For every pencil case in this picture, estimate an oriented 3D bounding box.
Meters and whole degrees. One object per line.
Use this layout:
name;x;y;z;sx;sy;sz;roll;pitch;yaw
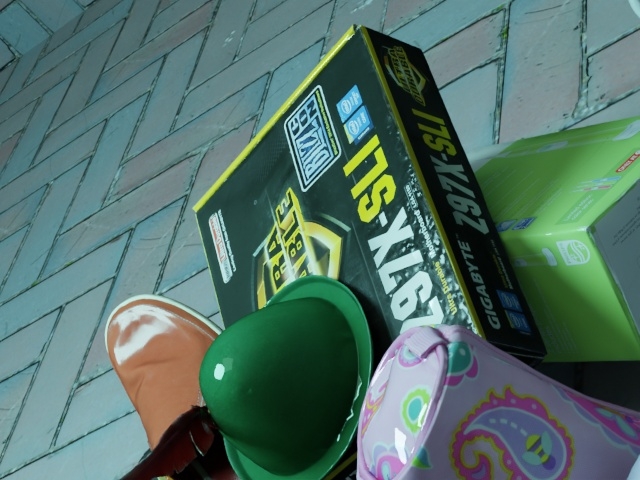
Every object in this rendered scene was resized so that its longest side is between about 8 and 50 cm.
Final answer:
pencil case;0.166;0.145;0.884;0.124;0.284;0.124;-159;90;-75

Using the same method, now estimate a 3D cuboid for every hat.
hat;-0.080;0.089;1.019;0.173;0.183;0.208;-61;34;10

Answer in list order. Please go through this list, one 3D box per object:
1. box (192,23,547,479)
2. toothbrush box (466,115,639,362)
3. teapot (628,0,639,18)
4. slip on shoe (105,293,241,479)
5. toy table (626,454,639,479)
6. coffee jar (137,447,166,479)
box;0.023;0.028;1.138;0.257;0.079;0.322;-44;48;33
toothbrush box;0.192;-0.001;1.180;0.283;0.122;0.206;-7;26;50
teapot;0.427;-0.345;1.352;0.252;0.187;0.256;-36;-7;-25
slip on shoe;-0.111;0.168;1.288;0.123;0.101;0.331;-48;55;16
toy table;0.266;0.187;0.751;0.161;0.252;0.274;-94;11;-61
coffee jar;-0.092;0.203;1.390;0.184;0.079;0.096;-32;4;24
